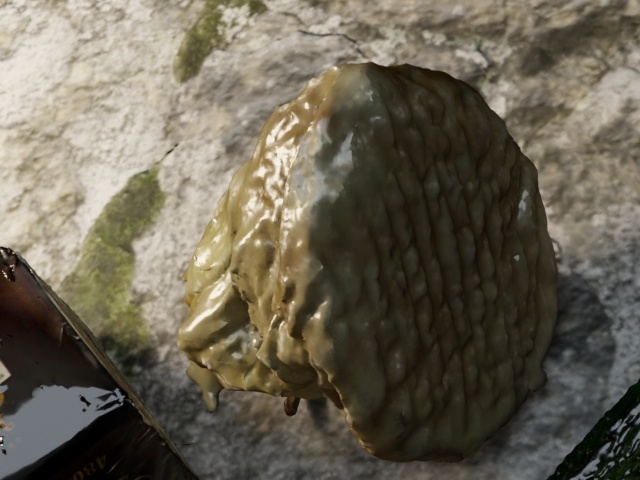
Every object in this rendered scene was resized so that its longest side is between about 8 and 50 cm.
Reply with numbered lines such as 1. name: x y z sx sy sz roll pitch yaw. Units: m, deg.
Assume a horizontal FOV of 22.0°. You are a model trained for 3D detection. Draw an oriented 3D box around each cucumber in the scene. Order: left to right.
1. cucumber: 0.190 0.178 1.173 0.058 0.058 0.187 38 80 31

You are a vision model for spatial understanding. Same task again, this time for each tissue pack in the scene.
1. tissue pack: -0.295 0.195 1.233 0.370 0.198 0.210 -38 55 -5

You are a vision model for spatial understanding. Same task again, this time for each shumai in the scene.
1. shumai: 0.000 0.000 1.213 0.262 0.314 0.267 9 48 40
